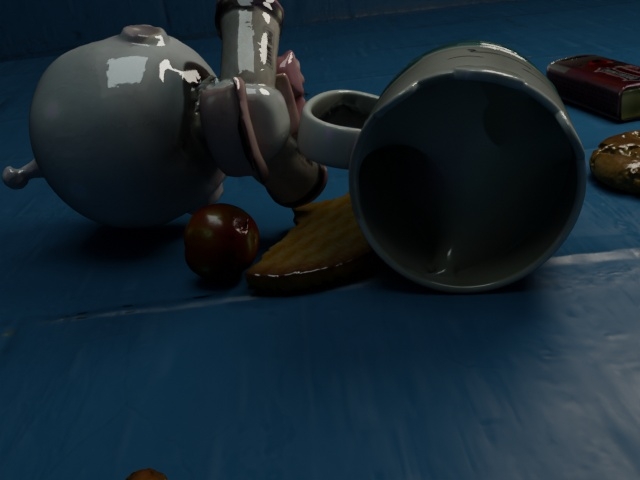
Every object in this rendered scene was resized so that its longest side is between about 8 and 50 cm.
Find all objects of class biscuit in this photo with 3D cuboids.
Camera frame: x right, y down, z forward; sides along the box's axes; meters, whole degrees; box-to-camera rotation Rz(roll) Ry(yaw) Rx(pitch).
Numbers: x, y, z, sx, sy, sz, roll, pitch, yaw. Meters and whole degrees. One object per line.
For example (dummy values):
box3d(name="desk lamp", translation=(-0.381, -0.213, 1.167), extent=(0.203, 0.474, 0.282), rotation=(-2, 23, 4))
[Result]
box3d(name="biscuit", translation=(0.000, 0.001, 0.816), extent=(0.228, 0.031, 0.176), rotation=(-23, 28, -29))
box3d(name="biscuit", translation=(0.462, -0.104, 0.918), extent=(0.225, 0.042, 0.226), rotation=(-4, 24, 2))

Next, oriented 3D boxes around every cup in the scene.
box3d(name="cup", translation=(0.122, -0.100, 0.760), extent=(0.289, 0.219, 0.258), rotation=(12, 26, 7))

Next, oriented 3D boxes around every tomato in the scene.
box3d(name="tomato", translation=(-0.103, 0.002, 0.777), extent=(0.075, 0.087, 0.087), rotation=(11, 29, 25))

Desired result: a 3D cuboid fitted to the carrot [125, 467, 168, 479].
box3d(name="carrot", translation=(-0.106, 0.192, 0.402), extent=(0.055, 0.055, 0.161), rotation=(-8, 17, -2))

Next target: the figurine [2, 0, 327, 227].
box3d(name="figurine", translation=(-0.186, -0.141, 0.845), extent=(0.361, 0.253, 0.211), rotation=(-3, 11, 30))

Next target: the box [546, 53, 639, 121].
box3d(name="box", translation=(0.498, -0.266, 1.235), extent=(0.120, 0.069, 0.224), rotation=(-11, 26, -9))
